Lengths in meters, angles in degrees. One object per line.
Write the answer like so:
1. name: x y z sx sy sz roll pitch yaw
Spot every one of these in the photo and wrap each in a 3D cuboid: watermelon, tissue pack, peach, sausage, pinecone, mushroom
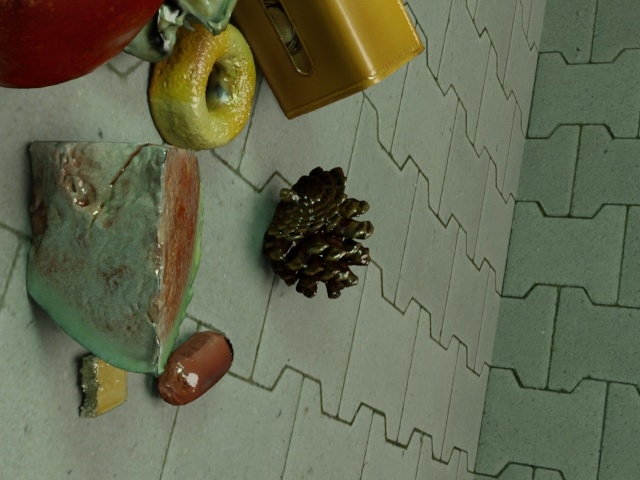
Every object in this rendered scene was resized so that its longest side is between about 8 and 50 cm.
1. watermelon: -0.202 -0.017 0.923 0.232 0.193 0.310 62 41 -48
2. tissue pack: -0.020 -0.331 1.148 0.145 0.194 0.275 -40 107 -39
3. peach: -0.263 -0.249 0.722 0.274 0.248 0.245 -38 150 -42
4. sausage: -0.172 0.174 1.145 0.141 0.076 0.076 -33 123 -58
5. pinecone: -0.001 -0.001 1.350 0.185 0.168 0.212 -39 148 -16
6. mushroom: -0.182 -0.358 0.955 0.189 0.164 0.267 9 121 -40

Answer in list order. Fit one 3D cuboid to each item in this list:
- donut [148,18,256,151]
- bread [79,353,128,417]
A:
1. donut: -0.152 -0.213 1.125 0.174 0.074 0.190 53 48 -53
2. bread: -0.260 0.169 1.010 0.070 0.035 0.083 -27 124 -59
